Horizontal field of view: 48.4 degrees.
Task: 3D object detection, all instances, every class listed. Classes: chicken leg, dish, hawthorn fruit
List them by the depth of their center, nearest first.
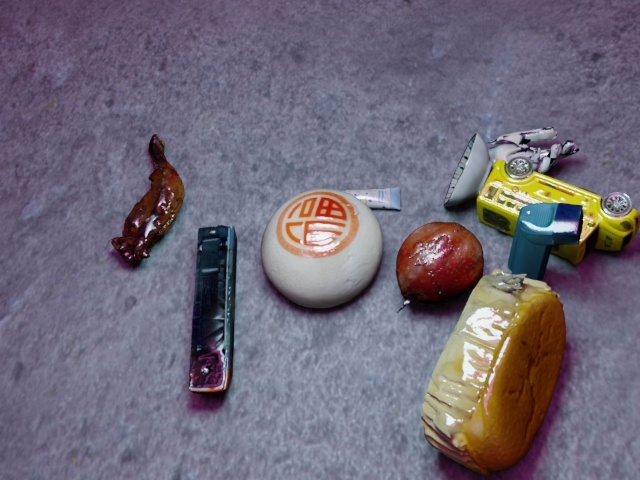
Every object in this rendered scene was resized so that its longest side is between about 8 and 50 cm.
[{"bbox_3d":[0.236,0.063,1.511,0.181,0.181,0.235,38,68,27],"label":"hawthorn fruit"},{"bbox_3d":[0.351,-0.152,1.650,0.066,0.190,0.190,22,60,3],"label":"dish"},{"bbox_3d":[-0.407,-0.113,1.767,0.158,0.096,0.407,-15,51,21],"label":"chicken leg"}]

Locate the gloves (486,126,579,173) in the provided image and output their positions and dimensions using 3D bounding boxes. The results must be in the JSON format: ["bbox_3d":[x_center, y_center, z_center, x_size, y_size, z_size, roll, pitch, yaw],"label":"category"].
[{"bbox_3d":[0.503,-0.201,1.699,0.212,0.111,0.127,5,33,14],"label":"gloves"}]

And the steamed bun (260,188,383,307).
[{"bbox_3d":[0.000,0.000,1.580,0.283,0.177,0.283,-4,55,5],"label":"steamed bun"}]

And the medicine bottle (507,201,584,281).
[{"bbox_3d":[0.455,0.014,1.464,0.124,0.258,0.079,13,58,12],"label":"medicine bottle"}]

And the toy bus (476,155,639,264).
[{"bbox_3d":[0.520,-0.055,1.572,0.330,0.144,0.152,26,72,25],"label":"toy bus"}]

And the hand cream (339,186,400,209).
[{"bbox_3d":[0.107,-0.100,1.717,0.171,0.043,0.065,0,61,1],"label":"hand cream"}]

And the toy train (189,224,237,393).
[{"bbox_3d":[-0.231,0.151,1.562,0.086,0.089,0.409,-4,56,2],"label":"toy train"}]

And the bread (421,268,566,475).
[{"bbox_3d":[0.344,0.246,1.353,0.183,0.236,0.388,15,66,35],"label":"bread"}]
